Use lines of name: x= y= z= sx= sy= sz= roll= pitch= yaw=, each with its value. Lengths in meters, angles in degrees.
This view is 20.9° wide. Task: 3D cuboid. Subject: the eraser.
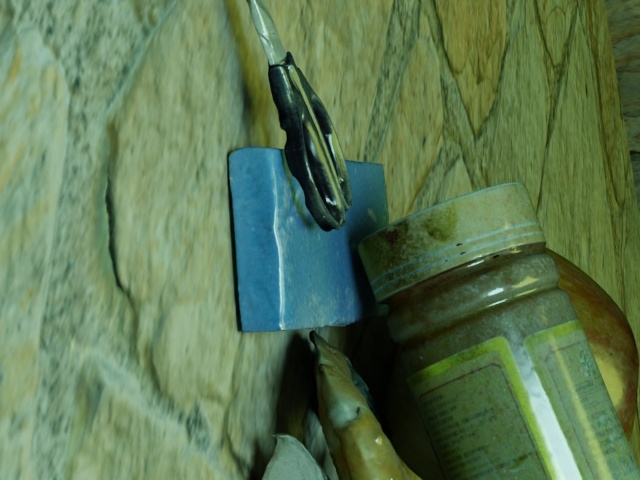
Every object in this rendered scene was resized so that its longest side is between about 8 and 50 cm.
eraser: x=0.000 y=0.000 z=1.436 sx=0.312 sy=0.043 sz=0.144 roll=1 pitch=85 yaw=-72

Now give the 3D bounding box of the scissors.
scissors: x=-0.038 y=-0.148 z=1.311 sx=0.109 sy=0.022 sz=0.300 roll=-68 pitch=137 yaw=-65

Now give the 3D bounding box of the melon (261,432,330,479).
melon: x=-0.006 y=0.248 z=1.302 sx=0.139 sy=0.093 sz=0.202 roll=30 pitch=48 yaw=-68

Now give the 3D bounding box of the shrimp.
shrimp: x=0.061 y=0.225 z=1.461 sx=0.272 sy=0.085 sz=0.445 roll=64 pitch=1 yaw=24

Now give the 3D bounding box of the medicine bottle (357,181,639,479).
medicine bottle: x=0.155 y=0.126 z=1.423 sx=0.322 sy=0.151 sz=0.151 roll=69 pitch=16 yaw=8

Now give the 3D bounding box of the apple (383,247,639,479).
apple: x=0.179 y=0.121 z=1.627 sx=0.257 sy=0.234 sz=0.256 roll=8 pitch=90 yaw=-82
